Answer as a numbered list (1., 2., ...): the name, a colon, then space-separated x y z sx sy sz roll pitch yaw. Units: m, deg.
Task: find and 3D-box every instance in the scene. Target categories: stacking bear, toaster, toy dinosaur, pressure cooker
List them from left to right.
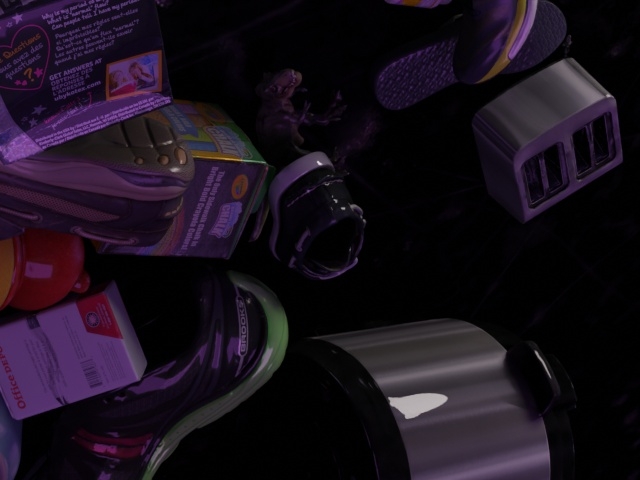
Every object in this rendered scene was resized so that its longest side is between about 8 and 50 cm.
1. stacking bear: -0.374 0.021 1.287 0.289 0.175 0.164 -2 136 -46
2. toy dinosaur: -0.028 -0.113 1.477 0.118 0.064 0.268 -14 139 -20
3. pressure cooker: 0.132 0.293 1.709 0.420 0.370 0.376 -5 101 -35
4. toaster: 0.296 -0.136 1.641 0.168 0.110 0.186 -31 139 -9

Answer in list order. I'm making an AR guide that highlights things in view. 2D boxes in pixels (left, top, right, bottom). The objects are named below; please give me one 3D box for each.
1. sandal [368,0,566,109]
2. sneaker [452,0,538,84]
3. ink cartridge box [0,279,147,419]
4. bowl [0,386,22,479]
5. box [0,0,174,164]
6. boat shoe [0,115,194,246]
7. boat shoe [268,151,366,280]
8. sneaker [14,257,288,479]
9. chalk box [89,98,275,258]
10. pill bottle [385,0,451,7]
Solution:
1. sandal: 0.174 -0.238 1.515 0.254 0.054 0.097 -18 129 -7
2. sneaker: 0.173 -0.321 1.381 0.121 0.111 0.300 1 108 -21
3. ink cartridge box: -0.285 0.121 1.395 0.150 0.063 0.109 -18 103 5
4. bowl: -0.461 0.227 1.399 0.311 0.163 0.312 -19 135 -19
5. box: -0.254 -0.208 1.081 0.163 0.247 0.142 -22 135 -17
6. boat shoe: -0.302 -0.061 1.184 0.355 0.132 0.130 12 122 -3
7. boat shoe: 0.000 0.000 1.508 0.114 0.091 0.302 -31 160 -2
8. sneaker: -0.260 0.204 1.539 0.483 0.185 0.202 -47 125 1
9. chalk box: -0.153 -0.069 1.371 0.213 0.132 0.132 3 124 -38
10. pill bottle: 0.111 -0.287 1.423 0.083 0.043 0.043 -1 128 -35
